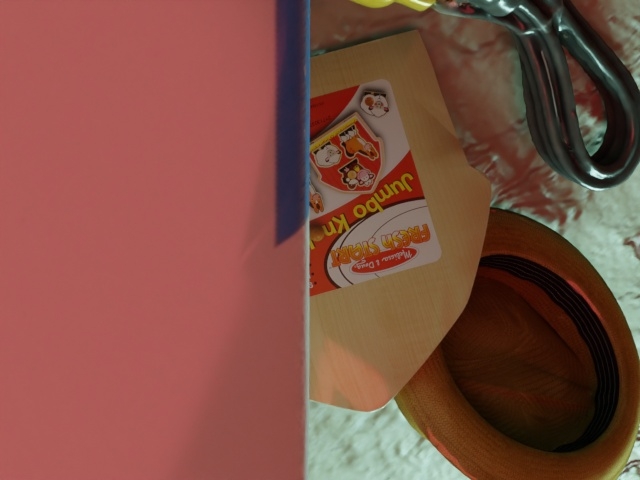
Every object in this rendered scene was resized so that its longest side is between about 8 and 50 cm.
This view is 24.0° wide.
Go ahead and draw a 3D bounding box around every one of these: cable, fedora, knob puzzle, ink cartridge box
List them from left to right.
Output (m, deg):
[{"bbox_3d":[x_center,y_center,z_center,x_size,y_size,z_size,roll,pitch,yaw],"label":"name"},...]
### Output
[{"bbox_3d":[-0.122,-0.059,0.566,0.166,0.395,0.285,-3,107,-13],"label":"ink cartridge box"},{"bbox_3d":[0.000,0.000,0.816,0.213,0.030,0.213,0,81,-1],"label":"knob puzzle"},{"bbox_3d":[0.092,-0.142,0.807,0.287,0.072,0.139,36,80,-41],"label":"cable"},{"bbox_3d":[0.102,0.075,0.886,0.194,0.194,0.079,26,149,-24],"label":"fedora"}]
